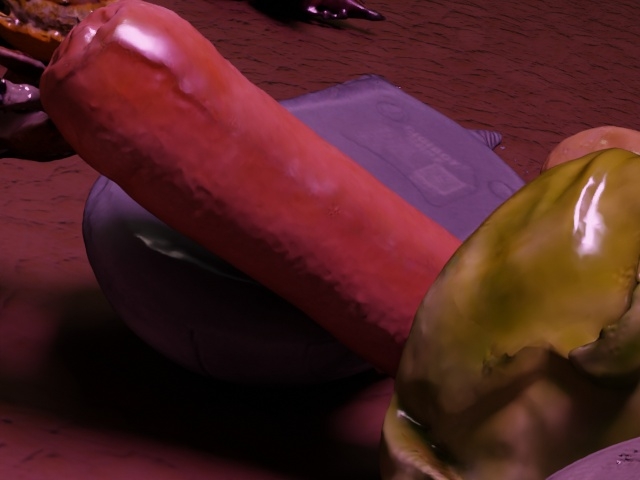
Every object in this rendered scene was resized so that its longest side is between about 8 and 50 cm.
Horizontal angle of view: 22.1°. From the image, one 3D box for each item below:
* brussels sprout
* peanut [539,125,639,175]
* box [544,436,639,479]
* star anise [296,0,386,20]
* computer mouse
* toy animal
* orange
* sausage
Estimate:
[{"bbox_3d":[0.160,0.101,0.732,0.259,0.294,0.227,16,36,8],"label":"brussels sprout"},{"bbox_3d":[0.276,0.012,1.160,0.147,0.147,0.319,-6,34,-39],"label":"peanut"},{"bbox_3d":[0.150,0.197,0.570,0.226,0.226,0.149,15,24,0],"label":"box"},{"bbox_3d":[-0.060,-0.283,1.684,0.272,0.102,0.272,38,8,-6],"label":"star anise"},{"bbox_3d":[0.000,0.000,1.029,0.188,0.122,0.371,41,40,22],"label":"computer mouse"},{"bbox_3d":[-0.227,-0.066,0.958,0.243,0.087,0.260,10,-6,11],"label":"toy animal"},{"bbox_3d":[-0.226,-0.212,1.395,0.160,0.112,0.170,39,55,23],"label":"orange"},{"bbox_3d":[0.038,0.018,0.860,0.419,0.094,0.094,34,45,-16],"label":"sausage"}]
